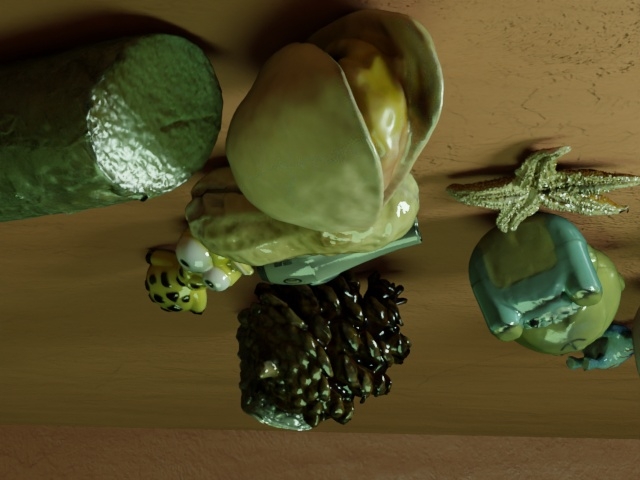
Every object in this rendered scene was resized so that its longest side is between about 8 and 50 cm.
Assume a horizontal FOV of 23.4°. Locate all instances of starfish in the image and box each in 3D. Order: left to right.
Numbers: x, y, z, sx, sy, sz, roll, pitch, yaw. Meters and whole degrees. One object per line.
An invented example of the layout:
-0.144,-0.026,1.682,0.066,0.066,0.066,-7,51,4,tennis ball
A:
0.267,-0.064,1.834,0.227,0.043,0.240,-1,161,-3,starfish

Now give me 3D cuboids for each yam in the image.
-0.259,-0.106,1.503,0.304,0.168,0.168,-7,163,30,yam

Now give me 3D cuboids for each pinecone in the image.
0.016,0.150,2.255,0.257,0.243,0.243,-6,166,-12,pinecone

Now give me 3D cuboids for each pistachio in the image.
0.016,-0.103,1.445,0.187,0.187,0.299,5,167,-16,pistachio

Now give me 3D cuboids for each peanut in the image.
-0.026,-0.039,1.788,0.290,0.130,0.130,-8,162,28,peanut

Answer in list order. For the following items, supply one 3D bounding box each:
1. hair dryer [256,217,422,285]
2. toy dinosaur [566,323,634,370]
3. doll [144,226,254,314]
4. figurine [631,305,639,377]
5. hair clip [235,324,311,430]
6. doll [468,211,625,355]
0.028,-0.003,1.984,0.219,0.088,0.225,-11,170,-10,hair dryer
0.489,0.188,2.672,0.144,0.076,0.329,-2,168,-15,toy dinosaur
-0.174,0.041,2.137,0.117,0.086,0.291,43,152,-9,doll
0.651,0.113,2.268,0.394,0.226,0.274,-11,133,18,figurine
-0.064,0.187,2.460,0.138,0.091,0.321,17,-162,-13,hair clip
0.305,0.064,2.073,0.177,0.161,0.260,-27,154,15,doll
